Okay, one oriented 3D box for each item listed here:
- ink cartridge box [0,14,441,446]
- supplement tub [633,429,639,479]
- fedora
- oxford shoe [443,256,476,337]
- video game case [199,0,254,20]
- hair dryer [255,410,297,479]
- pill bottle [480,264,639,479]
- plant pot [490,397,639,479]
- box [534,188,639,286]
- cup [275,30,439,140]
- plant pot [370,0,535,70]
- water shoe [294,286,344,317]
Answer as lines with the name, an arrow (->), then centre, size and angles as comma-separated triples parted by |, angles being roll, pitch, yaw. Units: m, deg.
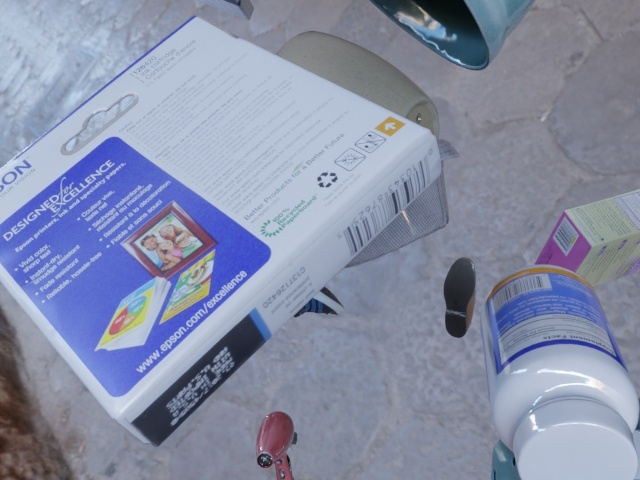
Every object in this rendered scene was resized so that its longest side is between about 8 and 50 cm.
ink cartridge box -> -0.115, -0.038, 0.593 | 0.303, 0.072, 0.307 | -44, 50, -15
supplement tub -> 0.489, 0.309, 1.016 | 0.071, 0.107, 0.071 | -169, 90, -70
fedora -> 0.053, -0.039, 0.907 | 0.275, 0.243, 0.124 | -13, 96, 26
oxford shoe -> 0.345, 0.128, 1.734 | 0.076, 0.212, 0.076 | 17, 31, 28
video game case -> -0.225, -0.355, 0.926 | 0.196, 0.274, 0.026 | -97, 27, -78
hair dryer -> -0.076, 0.493, 1.587 | 0.080, 0.293, 0.224 | -20, 58, 8
pill bottle -> 0.263, 0.154, 0.797 | 0.152, 0.152, 0.272 | -34, 19, 23
plant pot -> 0.484, 0.403, 1.194 | 0.334, 0.341, 0.341 | 7, 58, -2
box -> 0.683, 0.006, 1.731 | 0.243, 0.213, 0.117 | -14, 55, -17
cup -> 0.068, -0.187, 1.261 | 0.237, 0.331, 0.331 | 18, 75, 31
plant pot -> 0.108, -0.322, 0.620 | 0.196, 0.293, 0.293 | -46, 40, 6
water shoe -> -0.037, 0.122, 1.482 | 0.080, 0.203, 0.073 | -52, 39, 9
